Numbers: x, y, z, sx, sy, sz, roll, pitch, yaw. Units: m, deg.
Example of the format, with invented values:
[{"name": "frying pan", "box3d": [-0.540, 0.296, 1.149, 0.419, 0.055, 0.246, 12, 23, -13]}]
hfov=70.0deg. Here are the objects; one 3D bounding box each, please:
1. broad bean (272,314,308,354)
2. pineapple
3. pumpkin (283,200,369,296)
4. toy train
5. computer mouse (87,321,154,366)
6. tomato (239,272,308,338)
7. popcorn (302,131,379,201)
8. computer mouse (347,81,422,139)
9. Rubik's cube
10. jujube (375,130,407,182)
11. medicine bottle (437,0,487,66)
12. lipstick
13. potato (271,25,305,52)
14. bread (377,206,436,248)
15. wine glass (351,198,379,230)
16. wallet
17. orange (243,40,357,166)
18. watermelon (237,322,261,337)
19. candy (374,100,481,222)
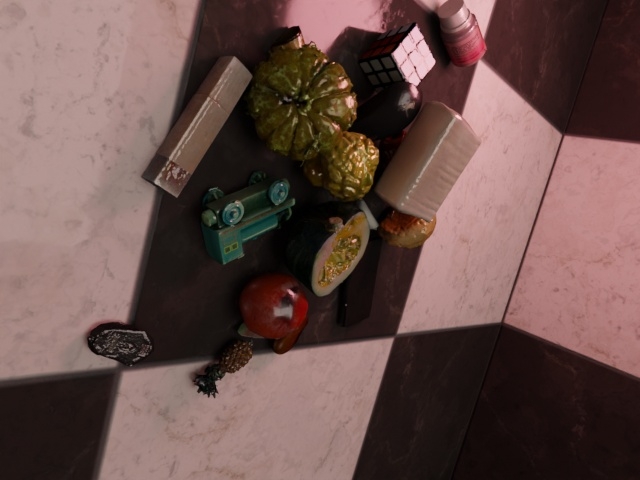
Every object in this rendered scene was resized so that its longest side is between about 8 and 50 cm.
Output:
[{"name": "broad bean", "box3d": [-0.110, 0.320, 1.587, 0.114, 0.084, 0.165, 14, 102, -51]}, {"name": "pineapple", "box3d": [-0.289, 0.387, 1.413, 0.221, 0.103, 0.083, -41, 132, -29]}, {"name": "pumpkin", "box3d": [0.000, 0.000, 1.470, 0.293, 0.197, 0.263, -41, 146, -33]}, {"name": "toy train", "box3d": [-0.204, -0.074, 1.309, 0.298, 0.120, 0.194, -29, 133, -35]}, {"name": "computer mouse", "box3d": [-0.509, 0.258, 1.168, 0.172, 0.057, 0.099, 26, 88, -37]}, {"name": "tomato", "box3d": [-0.139, 0.199, 1.413, 0.208, 0.184, 0.208, 30, 53, -49]}, {"name": "popcorn", "box3d": [0.061, -0.228, 1.431, 0.237, 0.251, 0.206, 9, 85, -35]}, {"name": "computer mouse", "box3d": [0.216, -0.403, 1.503, 0.170, 0.269, 0.100, 15, 58, -43]}, {"name": "Rubik's cube", "box3d": [0.255, -0.594, 1.520, 0.162, 0.163, 0.160, 47, 71, -30]}, {"name": "jujube", "box3d": [0.304, -0.267, 1.700, 0.197, 0.197, 0.290, -44, 132, -25]}, {"name": "medicine bottle", "box3d": [0.540, -0.799, 1.762, 0.247, 0.147, 0.147, 40, 76, -46]}, {"name": "lipstick", "box3d": [-0.303, -0.288, 1.140, 0.080, 0.076, 0.371, 39, 77, -45]}, {"name": "potato", "box3d": [-0.071, -0.533, 1.293, 0.096, 0.066, 0.103, -50, 137, -15]}, {"name": "bread", "box3d": [0.347, -0.064, 1.803, 0.244, 0.244, 0.134, -53, 129, -16]}, {"name": "wine glass", "box3d": [0.137, -0.161, 1.606, 0.156, 0.156, 0.232, -17, 115, -41]}, {"name": "wallet", "box3d": [0.159, 0.171, 1.831, 0.197, 0.051, 0.377, -14, 116, -46]}, {"name": "orange", "box3d": [-0.061, -0.367, 1.242, 0.301, 0.223, 0.300, 35, 91, -9]}, {"name": "watermelon", "box3d": [-0.190, 0.287, 1.493, 0.180, 0.094, 0.081, -9, 117, -28]}, {"name": "candy", "box3d": [0.359, -0.252, 1.520, 0.208, 0.145, 0.359, 21, 107, -38]}]
